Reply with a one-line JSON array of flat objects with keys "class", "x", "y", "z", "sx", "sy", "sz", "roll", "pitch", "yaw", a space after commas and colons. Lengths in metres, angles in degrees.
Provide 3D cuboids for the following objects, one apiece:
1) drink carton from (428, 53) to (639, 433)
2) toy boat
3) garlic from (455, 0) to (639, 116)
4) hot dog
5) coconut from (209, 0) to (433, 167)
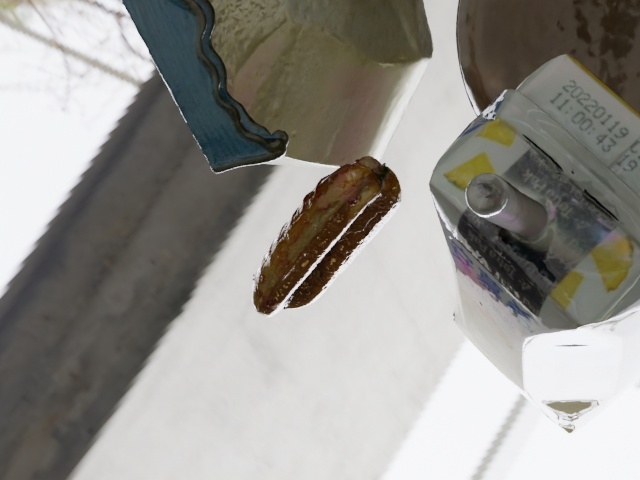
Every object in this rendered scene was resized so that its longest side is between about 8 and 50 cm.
[{"class": "drink carton", "x": 0.077, "y": -0.002, "z": 0.517, "sx": 0.074, "sy": 0.200, "sz": 0.084, "roll": -40, "pitch": -108, "yaw": -7}, {"class": "toy boat", "x": -0.073, "y": -0.135, "z": 1.081, "sx": 0.077, "sy": 0.075, "sz": 0.185, "roll": -28, "pitch": -85, "yaw": 4}, {"class": "garlic", "x": 0.218, "y": -0.129, "z": 0.991, "sx": 0.279, "sy": 0.132, "sz": 0.325, "roll": 16, "pitch": -91, "yaw": 19}, {"class": "hot dog", "x": -0.001, "y": -0.001, "z": 0.994, "sx": 0.062, "sy": 0.144, "sz": 0.038, "roll": -13, "pitch": -116, "yaw": -39}, {"class": "coconut", "x": -0.019, "y": -0.163, "z": 1.453, "sx": 0.241, "sy": 0.241, "sz": 0.241, "roll": -6, "pitch": -116, "yaw": 13}]
